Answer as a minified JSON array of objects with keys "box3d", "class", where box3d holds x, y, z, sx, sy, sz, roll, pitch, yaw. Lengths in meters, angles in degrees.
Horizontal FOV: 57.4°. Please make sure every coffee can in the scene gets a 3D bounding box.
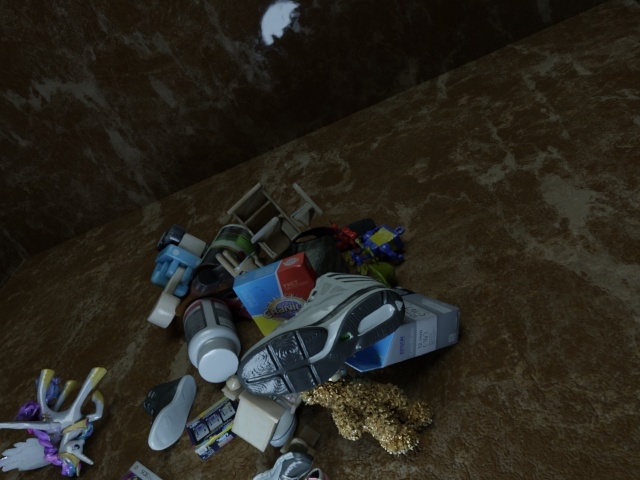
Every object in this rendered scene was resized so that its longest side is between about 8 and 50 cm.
[{"box3d":[-0.381,0.091,2.403,0.202,0.201,0.275,-14,32,25],"class":"coffee can"}]

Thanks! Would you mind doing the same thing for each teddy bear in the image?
[{"box3d":[0.116,0.401,1.475,0.245,0.113,0.338,-31,50,-26],"class":"teddy bear"}]

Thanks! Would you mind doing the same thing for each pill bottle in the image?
[{"box3d":[-0.372,0.342,2.014,0.176,0.176,0.318,-30,28,-4],"class":"pill bottle"}]

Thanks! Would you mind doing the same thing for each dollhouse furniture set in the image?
[{"box3d":[-0.208,-0.068,2.103,0.362,0.256,0.394,-43,2,2],"class":"dollhouse furniture set"},{"box3d":[-0.072,0.380,1.586,0.303,0.173,0.355,31,44,12],"class":"dollhouse furniture set"}]

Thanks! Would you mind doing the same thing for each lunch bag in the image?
[{"box3d":[-0.065,0.152,2.025,0.256,0.212,0.305,-17,32,25],"class":"lunch bag"}]

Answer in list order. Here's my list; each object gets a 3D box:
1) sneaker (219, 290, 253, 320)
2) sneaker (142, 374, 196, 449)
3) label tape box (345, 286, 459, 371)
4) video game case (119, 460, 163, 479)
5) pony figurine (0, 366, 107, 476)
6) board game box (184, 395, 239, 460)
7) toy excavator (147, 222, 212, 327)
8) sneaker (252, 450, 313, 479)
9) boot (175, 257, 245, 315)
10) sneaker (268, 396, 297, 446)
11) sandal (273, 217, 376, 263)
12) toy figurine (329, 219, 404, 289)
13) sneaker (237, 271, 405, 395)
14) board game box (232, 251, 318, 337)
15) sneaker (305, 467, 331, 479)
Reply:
[{"box3d":[-0.274,0.222,2.185,0.299,0.120,0.112,-9,30,33],"class":"sneaker"},{"box3d":[-0.510,0.559,1.867,0.147,0.104,0.295,-19,24,19],"class":"sneaker"},{"box3d":[0.174,0.234,1.625,0.348,0.115,0.249,-7,15,-34],"class":"label tape box"},{"box3d":[-0.541,0.752,1.633,0.210,0.041,0.232,5,43,47],"class":"video game case"},{"box3d":[-0.902,0.610,1.953,0.351,0.302,0.363,-1,46,-2],"class":"pony figurine"},{"box3d":[-0.310,0.553,1.751,0.170,0.048,0.141,-35,27,-11],"class":"board game box"},{"box3d":[-0.614,0.165,2.468,0.433,0.222,0.445,-22,43,61],"class":"toy excavator"},{"box3d":[-0.090,0.605,1.402,0.228,0.086,0.132,-49,27,36],"class":"sneaker"},{"box3d":[-0.390,0.188,2.206,0.264,0.096,0.280,-24,-18,-40],"class":"boot"},{"box3d":[-0.120,0.467,1.679,0.094,0.091,0.258,-21,29,14],"class":"sneaker"},{"box3d":[0.001,-0.002,2.320,0.446,0.107,0.167,-23,29,9],"class":"sandal"},{"box3d":[0.214,0.002,2.061,0.217,0.191,0.362,-30,29,-13],"class":"toy figurine"},{"box3d":[-0.019,0.230,1.533,0.448,0.169,0.257,-26,20,-9],"class":"sneaker"},{"box3d":[-0.093,0.210,1.841,0.242,0.316,0.064,-21,29,15],"class":"board game box"},{"box3d":[-0.018,0.606,1.389,0.051,0.070,0.134,-8,35,29],"class":"sneaker"}]
